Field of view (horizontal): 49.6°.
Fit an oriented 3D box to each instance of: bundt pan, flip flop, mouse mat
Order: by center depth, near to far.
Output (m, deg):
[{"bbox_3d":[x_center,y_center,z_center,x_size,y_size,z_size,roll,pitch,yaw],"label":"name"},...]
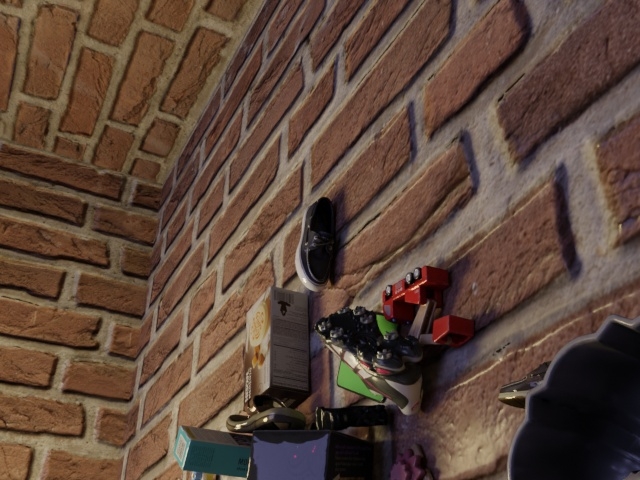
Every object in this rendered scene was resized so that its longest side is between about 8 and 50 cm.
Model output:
[{"bbox_3d":[0.312,0.228,0.583,0.331,0.124,0.331,-46,36,50],"label":"bundt pan"},{"bbox_3d":[0.084,0.206,1.263,0.189,0.007,0.153,-4,72,67],"label":"mouse mat"},{"bbox_3d":[-0.107,0.345,1.379,0.277,0.112,0.080,141,137,-60],"label":"flip flop"}]

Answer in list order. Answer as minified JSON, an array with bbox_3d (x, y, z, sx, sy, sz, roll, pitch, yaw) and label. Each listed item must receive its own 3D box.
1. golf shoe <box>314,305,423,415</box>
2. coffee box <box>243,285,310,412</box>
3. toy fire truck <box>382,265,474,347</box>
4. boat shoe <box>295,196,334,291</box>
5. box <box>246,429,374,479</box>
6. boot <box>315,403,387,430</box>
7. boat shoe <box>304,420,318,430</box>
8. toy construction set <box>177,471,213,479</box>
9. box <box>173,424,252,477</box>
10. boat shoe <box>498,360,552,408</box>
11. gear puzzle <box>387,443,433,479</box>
[{"bbox_3d":[0.074,0.192,1.144,0.273,0.105,0.120,29,137,63],"label":"golf shoe"},{"bbox_3d":[-0.098,0.245,1.531,0.141,0.098,0.247,-49,34,45],"label":"coffee box"},{"bbox_3d":[0.162,0.114,1.092,0.192,0.047,0.135,-40,42,54],"label":"toy fire truck"},{"bbox_3d":[0.000,0.000,1.506,0.076,0.080,0.229,-51,25,46],"label":"boat shoe"},{"bbox_3d":[-0.023,0.450,1.110,0.165,0.143,0.271,-11,61,33],"label":"box"},{"bbox_3d":[0.051,0.297,1.163,0.121,0.099,0.045,142,123,-68],"label":"boot"},{"bbox_3d":[-0.010,0.407,1.280,0.072,0.068,0.190,-55,27,14],"label":"boat shoe"},{"bbox_3d":[-0.315,0.729,1.680,0.328,0.151,0.215,-115,45,-72],"label":"toy construction set"},{"bbox_3d":[-0.159,0.424,1.369,0.100,0.244,0.060,7,82,68],"label":"box"},{"bbox_3d":[0.273,0.166,0.807,0.152,0.056,0.049,-24,48,49],"label":"boat shoe"},{"bbox_3d":[0.130,0.459,0.947,0.176,0.044,0.339,-62,26,26],"label":"gear puzzle"}]
